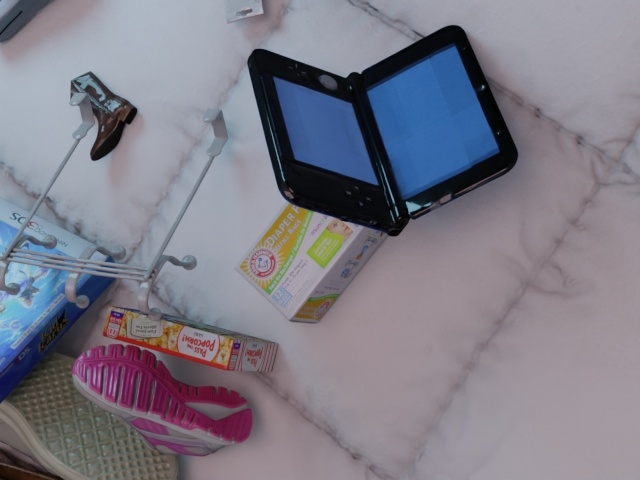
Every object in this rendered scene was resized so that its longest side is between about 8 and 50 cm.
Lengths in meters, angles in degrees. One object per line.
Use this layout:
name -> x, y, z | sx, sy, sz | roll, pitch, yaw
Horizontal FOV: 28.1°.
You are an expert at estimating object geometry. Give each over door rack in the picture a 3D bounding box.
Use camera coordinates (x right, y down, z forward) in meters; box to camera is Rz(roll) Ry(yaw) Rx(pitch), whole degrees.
over door rack -> -0.279, -0.043, 1.780 | 0.240, 0.108, 0.324 | 8, 59, 17

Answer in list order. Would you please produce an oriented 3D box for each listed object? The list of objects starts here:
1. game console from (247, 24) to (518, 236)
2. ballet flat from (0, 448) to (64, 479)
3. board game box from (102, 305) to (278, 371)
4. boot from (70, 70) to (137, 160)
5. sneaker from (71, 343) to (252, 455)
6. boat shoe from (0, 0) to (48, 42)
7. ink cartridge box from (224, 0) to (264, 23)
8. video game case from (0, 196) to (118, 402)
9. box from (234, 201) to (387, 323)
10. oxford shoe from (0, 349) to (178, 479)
game console -> 0.070, -0.169, 1.615 | 0.173, 0.250, 0.293 | -53, 35, 33
ballet flat -> -0.411, 0.380, 1.837 | 0.316, 0.106, 0.107 | 13, 89, 23
board game box -> -0.176, 0.135, 1.747 | 0.193, 0.147, 0.045 | 12, 88, 24
boot -> -0.343, -0.188, 1.912 | 0.114, 0.037, 0.106 | 36, 85, 19
sneaker -> -0.225, 0.232, 1.731 | 0.252, 0.103, 0.111 | 28, 134, -12
boat shoe -> -0.448, -0.399, 1.954 | 0.226, 0.083, 0.075 | -36, 73, 16
ink cartridge box -> -0.110, -0.371, 1.843 | 0.063, 0.029, 0.115 | -11, 81, 20
video game case -> -0.472, 0.075, 1.843 | 0.244, 0.061, 0.269 | 24, 56, 23
box -> 0.000, 0.000, 1.714 | 0.114, 0.103, 0.203 | 41, 100, 20
oxford shoe -> -0.395, 0.251, 1.843 | 0.449, 0.130, 0.169 | 26, 49, 16
